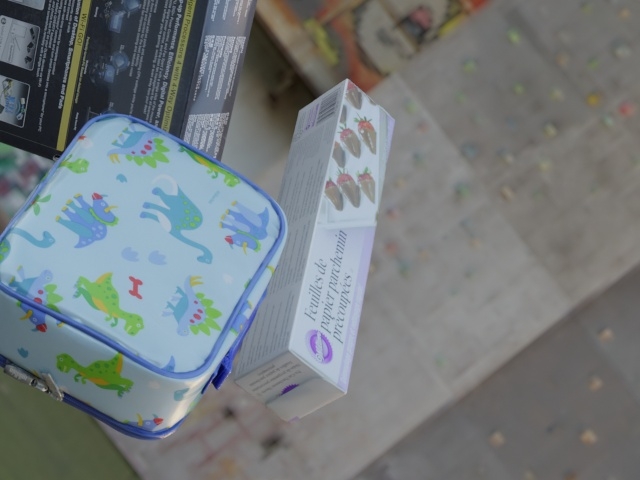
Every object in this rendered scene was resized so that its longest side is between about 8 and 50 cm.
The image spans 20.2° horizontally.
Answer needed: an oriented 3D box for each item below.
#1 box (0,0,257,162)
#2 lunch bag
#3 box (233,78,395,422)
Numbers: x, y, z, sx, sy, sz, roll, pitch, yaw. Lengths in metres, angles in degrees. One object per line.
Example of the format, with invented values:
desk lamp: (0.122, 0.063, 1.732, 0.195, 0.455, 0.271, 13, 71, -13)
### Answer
box: (-0.206, -0.268, 1.608, 0.318, 0.394, 0.097, 19, 13, 26)
lunch bag: (-0.126, 0.024, 1.224, 0.176, 0.219, 0.090, 28, -49, 0)
box: (0.000, 0.000, 1.446, 0.063, 0.067, 0.324, 39, 38, -24)
